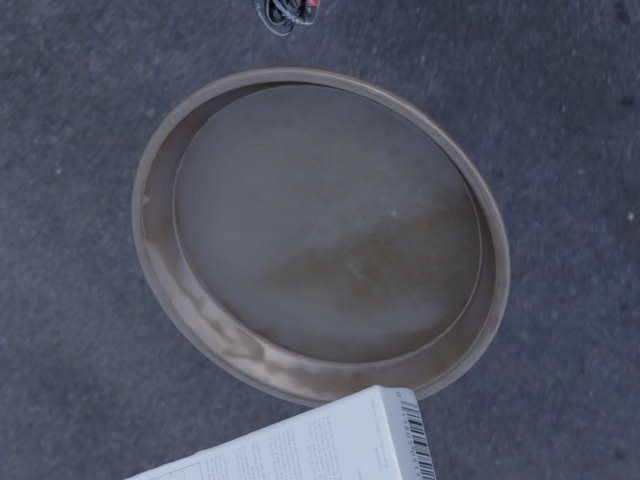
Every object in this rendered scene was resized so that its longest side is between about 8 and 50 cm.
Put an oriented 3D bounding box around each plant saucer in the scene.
[{"bbox_3d":[0.000,0.000,0.978,0.277,0.041,0.278,9,122,15],"label":"plant saucer"}]

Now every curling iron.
[{"bbox_3d":[-0.004,-0.303,1.217,0.068,0.274,0.035,30,155,-31],"label":"curling iron"}]

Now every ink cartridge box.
[{"bbox_3d":[-0.025,0.219,0.915,0.232,0.189,0.066,-25,155,29],"label":"ink cartridge box"}]
